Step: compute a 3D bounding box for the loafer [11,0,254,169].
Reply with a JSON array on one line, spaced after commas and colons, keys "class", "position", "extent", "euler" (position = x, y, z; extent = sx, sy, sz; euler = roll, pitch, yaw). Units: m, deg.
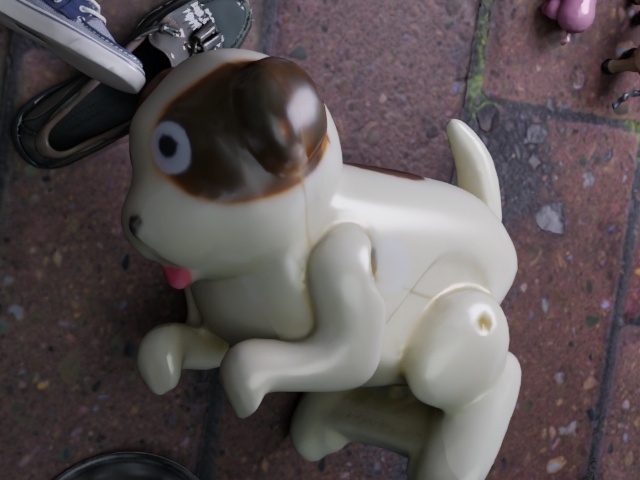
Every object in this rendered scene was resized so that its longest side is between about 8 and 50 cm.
[{"class": "loafer", "position": [-0.163, -0.150, 1.161], "extent": [0.267, 0.084, 0.096], "euler": [-38, 111, -16]}]

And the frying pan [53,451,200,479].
[{"class": "frying pan", "position": [-0.244, 0.325, 1.158], "extent": [0.326, 0.197, 0.053], "euler": [-27, 150, -18]}]

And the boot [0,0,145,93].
[{"class": "boot", "position": [-0.220, -0.209, 1.095], "extent": [0.190, 0.069, 0.086], "euler": [31, 79, 11]}]

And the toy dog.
[{"class": "toy dog", "position": [0.000, 0.000, 1.116], "extent": [0.408, 0.285, 0.395], "euler": [40, 80, -32]}]

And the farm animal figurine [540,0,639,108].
[{"class": "farm animal figurine", "position": [0.380, -0.356, 1.323], "extent": [0.327, 0.172, 0.330], "euler": [-40, 114, -10]}]
